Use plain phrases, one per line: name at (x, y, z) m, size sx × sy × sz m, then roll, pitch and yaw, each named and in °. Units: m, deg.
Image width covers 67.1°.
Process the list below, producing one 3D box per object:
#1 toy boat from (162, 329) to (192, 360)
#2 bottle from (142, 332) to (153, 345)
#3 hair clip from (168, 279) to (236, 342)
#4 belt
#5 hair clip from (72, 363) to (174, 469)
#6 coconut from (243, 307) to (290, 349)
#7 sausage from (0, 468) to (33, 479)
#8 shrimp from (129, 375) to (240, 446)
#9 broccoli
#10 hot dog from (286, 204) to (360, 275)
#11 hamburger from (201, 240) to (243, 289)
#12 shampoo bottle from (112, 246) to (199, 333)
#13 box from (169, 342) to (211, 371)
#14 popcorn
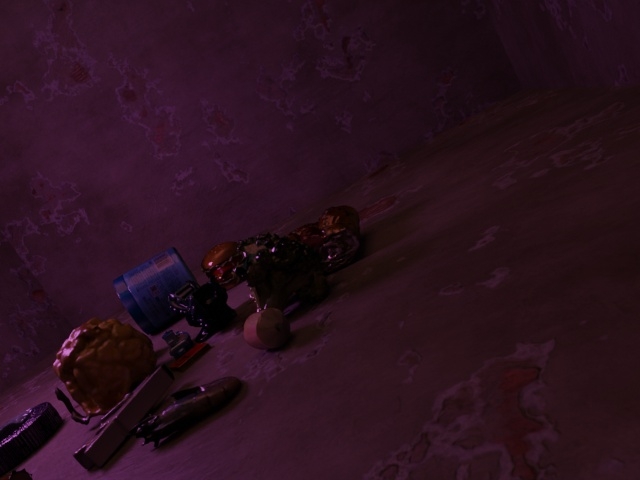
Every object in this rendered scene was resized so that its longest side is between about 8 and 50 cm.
toy boat at (-0.544, 0.377, 1.832) m, size 0.088 × 0.102 × 0.215 m, roll -35°, pitch 9°, yaw -11°
bottle at (-0.865, 0.498, 2.000) m, size 0.347 × 0.168 × 0.168 m, roll -24°, pitch 13°, yaw 7°
hair clip at (-0.458, 0.265, 1.869) m, size 0.194 × 0.206 × 0.310 m, roll -43°, pitch 21°, yaw -28°
belt at (-1.128, 0.730, 1.768) m, size 0.260 × 0.122 × 0.325 m, roll -11°, pitch 21°, yaw 46°
hair clip at (-0.564, 0.507, 1.409) m, size 0.101 × 0.085 × 0.331 m, roll -24°, pitch 15°, yaw 35°
coconut at (-0.149, 0.252, 1.378) m, size 0.122 × 0.116 × 0.116 m, roll -18°, pitch 17°, yaw 46°
sausage at (-1.008, 0.765, 1.438) m, size 0.372 × 0.082 × 0.082 m, roll -27°, pitch 13°, yaw 20°
shrimp at (-0.348, 0.426, 1.271) m, size 0.289 × 0.075 × 0.178 m, roll -32°, pitch 4°, yaw -5°
broccoli at (-0.164, 0.132, 1.595) m, size 0.348 × 0.294 × 0.280 m, roll -30°, pitch 50°, yaw 44°
hot dog at (0.000, 0.000, 1.899) m, size 0.368 × 0.196 × 0.365 m, roll -24°, pitch 10°, yaw 18°
hamburger at (-0.489, 0.119, 2.504) m, size 0.275 × 0.212 × 0.274 m, roll -29°, pitch 12°, yaw 7°
shampoo bottle at (-0.813, 0.250, 2.464) m, size 0.343 × 0.331 × 0.331 m, roll -33°, pitch 12°, yaw -14°
box at (-0.459, 0.411, 1.699) m, size 0.133 × 0.023 × 0.090 m, roll -39°, pitch 13°, yaw -36°
popcorn at (-0.769, 0.454, 1.704) m, size 0.349 × 0.349 × 0.381 m, roll -22°, pitch 40°, yaw 36°
